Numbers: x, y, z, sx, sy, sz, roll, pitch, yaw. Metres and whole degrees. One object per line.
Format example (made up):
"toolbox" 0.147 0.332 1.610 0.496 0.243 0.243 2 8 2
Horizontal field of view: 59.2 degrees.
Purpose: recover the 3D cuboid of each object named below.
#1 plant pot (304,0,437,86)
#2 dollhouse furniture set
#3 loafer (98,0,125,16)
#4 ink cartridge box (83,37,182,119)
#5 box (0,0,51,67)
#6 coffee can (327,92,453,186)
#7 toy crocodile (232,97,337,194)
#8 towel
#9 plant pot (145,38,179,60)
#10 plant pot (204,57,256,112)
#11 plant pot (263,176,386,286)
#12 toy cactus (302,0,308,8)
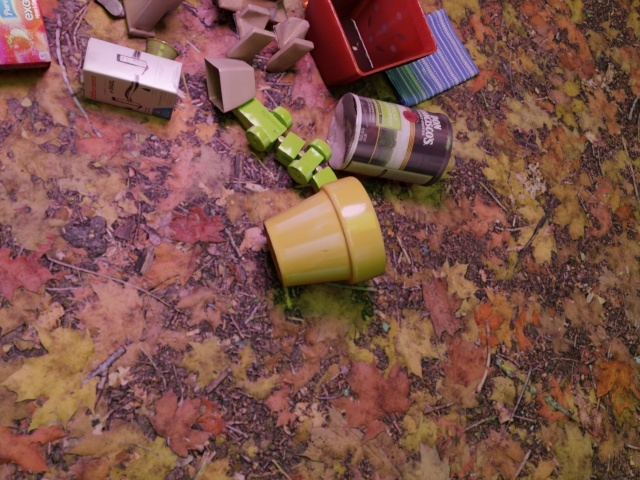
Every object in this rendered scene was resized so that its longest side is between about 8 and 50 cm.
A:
"plant pot" 0.102 -0.554 1.511 0.267 0.235 0.267 -25 94 -26
"dollhouse furniture set" -0.267 -0.628 1.443 0.394 0.256 0.363 -4 77 -44
"loafer" -0.531 -0.603 1.394 0.045 0.039 0.125 -39 89 8
"ink cartridge box" -0.435 -0.369 1.304 0.203 0.148 0.086 11 74 -18
"box" -0.672 -0.504 1.212 0.128 0.122 0.257 -12 105 -24
"coffee can" 0.179 -0.262 1.494 0.275 0.201 0.202 7 74 -20
"toy crocodile" -0.087 -0.237 1.444 0.340 0.105 0.115 40 65 -3
"towel" 0.319 -0.563 1.721 0.335 0.040 0.243 -30 89 -26
"plant pot" -0.400 -0.437 1.382 0.083 0.083 0.079 19 83 -16
"plant pot" -0.219 -0.393 1.395 0.096 0.109 0.109 -19 39 -23
"plant pot" 0.000 0.000 1.342 0.238 0.254 0.254 -18 83 -9
"toy cactus" -0.025 -0.739 1.554 0.181 0.112 0.219 56 28 -15
